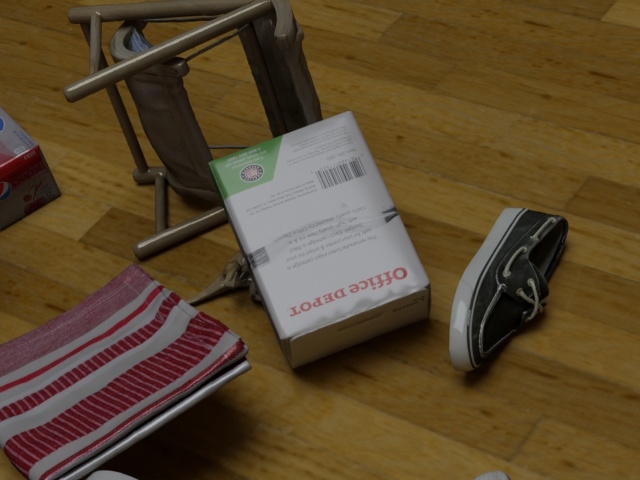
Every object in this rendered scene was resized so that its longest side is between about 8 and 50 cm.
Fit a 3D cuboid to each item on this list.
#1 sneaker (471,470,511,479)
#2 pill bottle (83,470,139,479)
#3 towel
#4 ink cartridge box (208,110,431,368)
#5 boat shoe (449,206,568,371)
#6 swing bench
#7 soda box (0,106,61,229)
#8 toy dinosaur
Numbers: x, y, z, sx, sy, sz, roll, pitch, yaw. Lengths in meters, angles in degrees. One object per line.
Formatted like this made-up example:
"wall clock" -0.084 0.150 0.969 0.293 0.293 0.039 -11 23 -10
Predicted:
"sneaker" 0.058 0.266 1.358 0.236 0.130 0.323 -24 28 -31
"pill bottle" -0.215 0.318 1.369 0.131 0.131 0.229 7 47 26
"towel" -0.225 0.128 1.573 0.237 0.037 0.329 -33 23 -15
"ink cartridge box" 0.000 0.000 1.613 0.160 0.092 0.219 -20 65 -5
"boat shoe" 0.187 0.044 1.568 0.070 0.077 0.219 6 45 27
"swing bench" -0.120 -0.143 1.747 0.255 0.253 0.165 -13 41 5
"soda box" -0.425 -0.122 1.961 0.092 0.083 0.263 -33 44 -17
"toy dinosaur" -0.087 0.036 1.707 0.183 0.053 0.093 -42 27 -9
